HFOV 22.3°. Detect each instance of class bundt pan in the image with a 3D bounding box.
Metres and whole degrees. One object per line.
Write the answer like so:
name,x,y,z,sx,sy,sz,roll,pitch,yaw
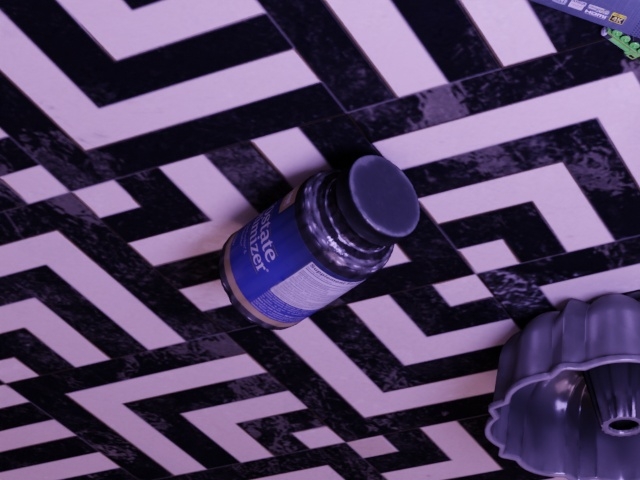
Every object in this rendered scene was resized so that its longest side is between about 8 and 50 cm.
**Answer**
bundt pan,0.359,0.169,1.946,0.331,0.124,0.331,2,148,1

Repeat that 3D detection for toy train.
toy train,0.292,-0.181,1.510,0.083,0.017,0.024,28,150,-34

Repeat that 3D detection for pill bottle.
pill bottle,0.000,0.000,1.708,0.123,0.123,0.219,24,141,-29

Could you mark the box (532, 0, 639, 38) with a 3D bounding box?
box,0.278,-0.249,1.338,0.233,0.059,0.183,18,144,-8
